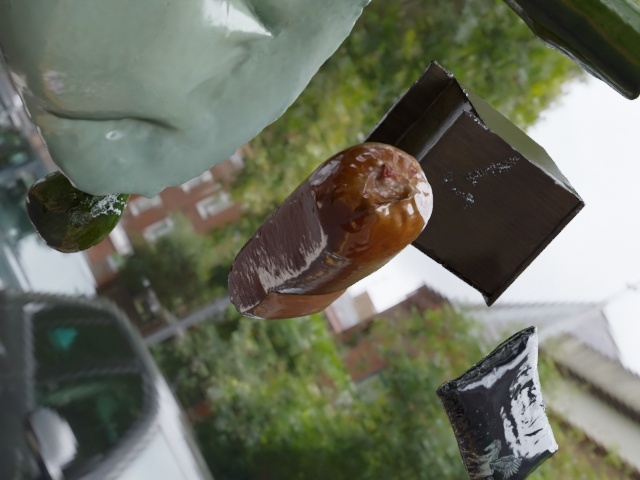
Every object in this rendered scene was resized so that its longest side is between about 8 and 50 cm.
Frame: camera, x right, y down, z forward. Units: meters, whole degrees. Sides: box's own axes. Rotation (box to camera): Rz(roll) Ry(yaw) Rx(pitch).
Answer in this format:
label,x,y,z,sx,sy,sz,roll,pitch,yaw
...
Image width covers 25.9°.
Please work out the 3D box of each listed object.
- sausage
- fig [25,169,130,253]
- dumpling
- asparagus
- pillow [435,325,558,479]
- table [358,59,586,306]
label,x,y,z,sx,sy,sz,roll,pitch,yaw
sausage,0.001,0.000,1.173,0.348,0.097,0.094,141,-57,-67
fig,-0.307,-0.059,1.881,0.117,0.177,0.117,58,1,-1
dumpling,-0.121,-0.224,0.966,0.212,0.270,0.320,51,-21,30
asparagus,0.129,-0.196,0.945,0.278,0.060,0.067,45,-26,14
pillow,0.205,0.206,1.568,0.055,0.141,0.208,32,-32,47
table,0.163,-0.067,1.625,0.193,0.172,0.169,35,17,-24
